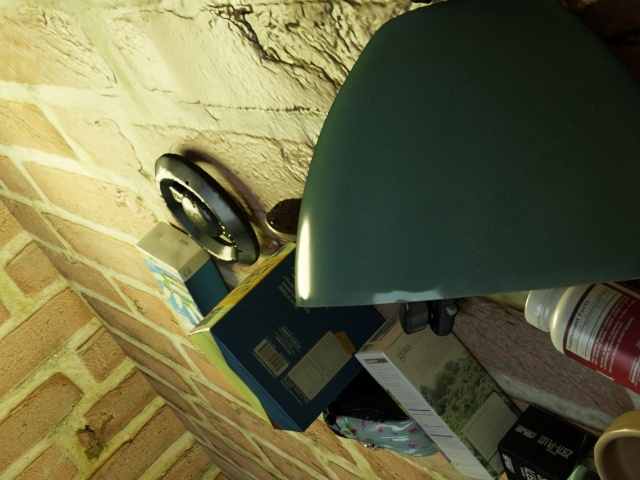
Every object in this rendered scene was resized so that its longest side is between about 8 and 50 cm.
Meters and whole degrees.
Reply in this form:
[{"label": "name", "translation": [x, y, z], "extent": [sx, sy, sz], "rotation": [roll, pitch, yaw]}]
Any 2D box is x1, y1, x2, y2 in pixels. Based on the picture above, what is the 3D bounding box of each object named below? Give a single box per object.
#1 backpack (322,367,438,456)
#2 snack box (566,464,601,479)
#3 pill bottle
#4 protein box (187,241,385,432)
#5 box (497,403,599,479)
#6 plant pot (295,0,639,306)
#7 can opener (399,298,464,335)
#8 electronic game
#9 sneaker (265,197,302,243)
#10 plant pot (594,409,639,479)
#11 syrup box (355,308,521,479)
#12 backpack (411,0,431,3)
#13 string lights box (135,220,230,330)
[{"label": "backpack", "translation": [0.112, 0.243, 1.340], "extent": [0.182, 0.152, 0.115], "rotation": [3, 140, 43]}, {"label": "snack box", "translation": [0.403, 0.371, 0.997], "extent": [0.322, 0.060, 0.187], "rotation": [23, 147, 12]}, {"label": "pill bottle", "translation": [0.268, 0.080, 0.825], "extent": [0.152, 0.086, 0.086], "rotation": [30, 153, 37]}, {"label": "protein box", "translation": [-0.044, 0.137, 1.324], "extent": [0.200, 0.201, 0.136], "rotation": [49, 158, -8]}, {"label": "box", "translation": [0.319, 0.314, 1.151], "extent": [0.147, 0.077, 0.180], "rotation": [26, 151, 41]}, {"label": "plant pot", "translation": [0.117, -0.063, 0.658], "extent": [0.290, 0.290, 0.195], "rotation": [-11, 85, 64]}, {"label": "can opener", "translation": [0.138, 0.051, 1.048], "extent": [0.059, 0.073, 0.186], "rotation": [43, 150, 28]}, {"label": "electronic game", "translation": [-0.184, -0.047, 1.461], "extent": [0.229, 0.048, 0.229], "rotation": [37, 156, 20]}, {"label": "sneaker", "translation": [0.000, 0.000, 1.190], "extent": [0.188, 0.066, 0.071], "rotation": [22, 149, 47]}, {"label": "plant pot", "translation": [0.384, 0.223, 0.834], "extent": [0.237, 0.110, 0.237], "rotation": [38, 156, 20]}, {"label": "syrup box", "translation": [0.166, 0.204, 1.211], "extent": [0.237, 0.093, 0.096], "rotation": [48, 158, -7]}, {"label": "backpack", "translation": [0.077, -0.253, 0.542], "extent": [0.173, 0.117, 0.158], "rotation": [51, 158, -14]}, {"label": "string lights box", "translation": [-0.249, 0.092, 1.783], "extent": [0.133, 0.077, 0.260], "rotation": [27, 152, 36]}]
